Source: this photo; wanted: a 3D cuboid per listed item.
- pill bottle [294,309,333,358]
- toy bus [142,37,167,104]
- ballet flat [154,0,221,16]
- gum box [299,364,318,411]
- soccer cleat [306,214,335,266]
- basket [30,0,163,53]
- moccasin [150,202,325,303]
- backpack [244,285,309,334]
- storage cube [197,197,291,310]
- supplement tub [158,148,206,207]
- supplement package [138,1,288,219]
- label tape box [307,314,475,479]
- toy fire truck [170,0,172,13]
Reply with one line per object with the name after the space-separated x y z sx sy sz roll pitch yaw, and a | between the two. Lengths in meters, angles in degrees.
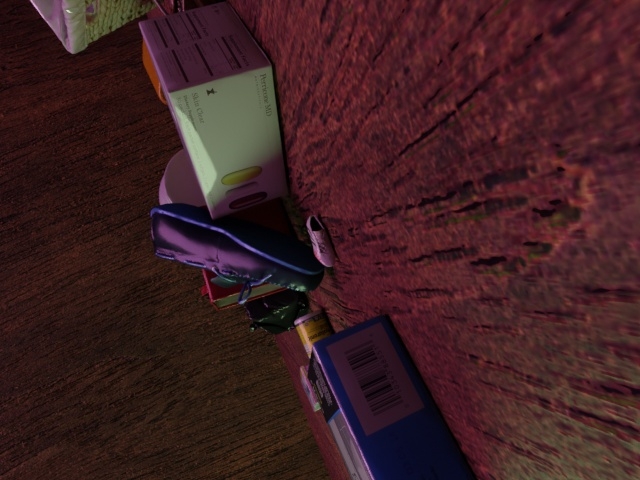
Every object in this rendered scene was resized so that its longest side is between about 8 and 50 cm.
-0.003 0.207 0.927 0.116 0.065 0.065 65 166 10 | pill bottle
-0.292 -0.377 0.941 0.332 0.130 0.108 53 138 48 | toy bus
-0.233 -0.454 0.666 0.342 0.124 0.116 83 160 -47 | ballet flat
-0.012 0.418 1.293 0.188 0.062 0.107 95 150 -63 | gum box
0.000 0.000 0.671 0.035 0.029 0.083 96 154 -71 | soccer cleat
-0.489 -0.617 0.885 0.331 0.266 0.328 57 158 -14 | basket
-0.151 0.028 0.804 0.342 0.138 0.116 20 108 23 | moccasin
-0.103 0.167 1.132 0.182 0.152 0.115 68 180 -66 | backpack
-0.163 0.024 0.964 0.183 0.215 0.193 120 133 -74 | storage cube
-0.301 -0.092 1.211 0.240 0.241 0.331 66 161 11 | supplement tub
-0.165 -0.205 0.740 0.261 0.145 0.204 86 158 -54 | supplement package
0.075 0.275 0.642 0.333 0.106 0.240 97 149 -63 | label tape box
-0.356 -0.562 1.143 0.192 0.047 0.135 84 160 -52 | toy fire truck
